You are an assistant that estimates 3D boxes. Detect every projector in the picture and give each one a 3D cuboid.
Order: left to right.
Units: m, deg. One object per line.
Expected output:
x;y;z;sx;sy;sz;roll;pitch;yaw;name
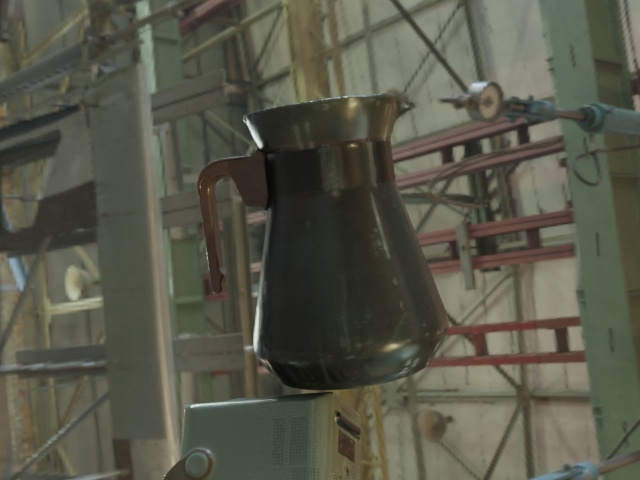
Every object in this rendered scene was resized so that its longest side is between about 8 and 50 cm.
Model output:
-0.074;0.296;1.063;0.243;0.163;0.177;-10;-119;20;projector

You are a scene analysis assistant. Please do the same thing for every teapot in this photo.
0.000;0.000;1.076;0.300;0.253;0.343;-7;-86;9;teapot
